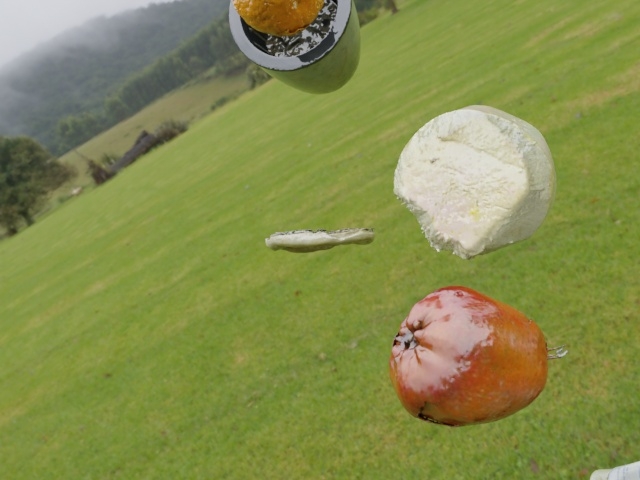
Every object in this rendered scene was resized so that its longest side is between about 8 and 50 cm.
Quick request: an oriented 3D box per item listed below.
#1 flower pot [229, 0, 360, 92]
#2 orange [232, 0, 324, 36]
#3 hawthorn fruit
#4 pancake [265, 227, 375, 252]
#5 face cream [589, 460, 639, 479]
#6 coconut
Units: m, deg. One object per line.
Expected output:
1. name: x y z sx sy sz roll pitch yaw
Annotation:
1. flower pot: -0.039 -0.519 1.590 0.293 0.294 0.330 -31 -10 9
2. orange: -0.083 -0.489 1.201 0.193 0.193 0.161 -41 53 -20
3. hawthorn fruit: 0.254 0.181 0.973 0.298 0.212 0.211 5 11 -16
4. pancake: 0.000 -0.001 1.613 0.282 0.049 0.282 -6 -4 0
5. face cream: 0.621 0.464 1.194 0.224 0.070 0.114 -38 35 57
6. coconut: 0.306 -0.115 1.231 0.297 0.298 0.309 -25 -2 25
